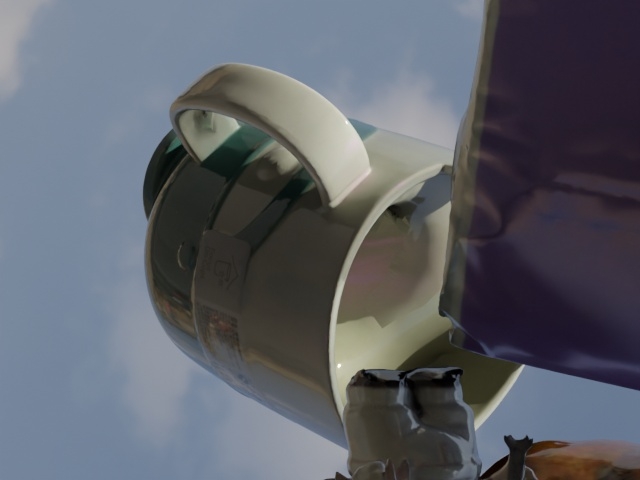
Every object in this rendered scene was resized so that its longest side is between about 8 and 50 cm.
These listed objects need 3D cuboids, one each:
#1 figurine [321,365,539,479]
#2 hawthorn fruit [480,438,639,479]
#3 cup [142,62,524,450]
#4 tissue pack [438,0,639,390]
[{"bbox_3d":[0.037,0.168,0.732,0.112,0.137,0.229,-5,-94,48],"label":"figurine"},{"bbox_3d":[0.175,0.222,0.954,0.208,0.248,0.208,-14,-122,24],"label":"hawthorn fruit"},{"bbox_3d":[0.000,0.000,1.196,0.258,0.289,0.219,21,-120,44],"label":"cup"},{"bbox_3d":[0.223,-0.040,0.663,0.338,0.242,0.160,12,-137,11],"label":"tissue pack"}]
